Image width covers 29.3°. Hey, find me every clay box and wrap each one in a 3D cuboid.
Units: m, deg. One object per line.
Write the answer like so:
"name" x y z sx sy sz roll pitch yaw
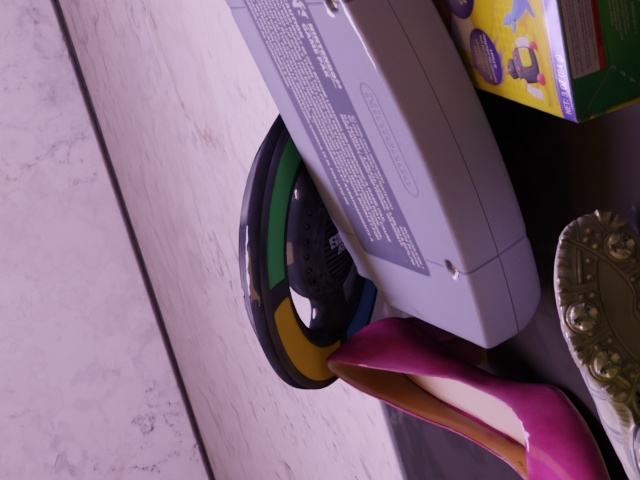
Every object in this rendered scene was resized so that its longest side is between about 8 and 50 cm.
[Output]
"clay box" 0.091 -0.150 0.675 0.222 0.053 0.127 35 143 63

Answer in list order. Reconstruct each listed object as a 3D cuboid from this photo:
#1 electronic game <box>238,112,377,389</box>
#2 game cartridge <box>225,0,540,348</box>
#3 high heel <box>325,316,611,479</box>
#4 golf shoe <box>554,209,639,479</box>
"electronic game" 0.000 0.000 0.940 0.048 0.229 0.229 2 120 25
"game cartridge" 0.033 -0.078 0.765 0.198 0.062 0.297 15 135 61
"high heel" 0.101 0.127 0.854 0.244 0.117 0.082 -127 23 -47
"golf shoe" 0.166 0.072 0.676 0.086 0.069 0.176 144 107 -80
